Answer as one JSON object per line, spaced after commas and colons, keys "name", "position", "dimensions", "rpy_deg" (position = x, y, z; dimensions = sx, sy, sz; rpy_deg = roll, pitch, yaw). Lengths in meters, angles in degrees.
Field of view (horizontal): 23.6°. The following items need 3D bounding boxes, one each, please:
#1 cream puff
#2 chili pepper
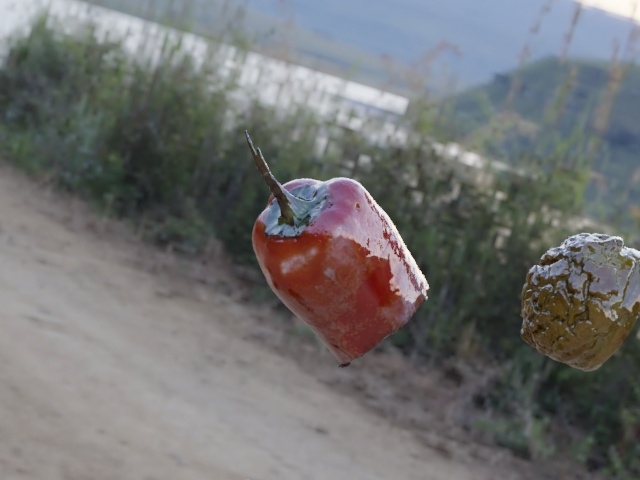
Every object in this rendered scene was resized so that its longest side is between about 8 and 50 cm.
{"name": "cream puff", "position": [0.249, 0.054, 1.474], "dimensions": [0.103, 0.144, 0.126], "rpy_deg": [34, -34, -8]}
{"name": "chili pepper", "position": [0.000, 0.000, 0.996], "dimensions": [0.192, 0.084, 0.086], "rpy_deg": [54, 28, -32]}
